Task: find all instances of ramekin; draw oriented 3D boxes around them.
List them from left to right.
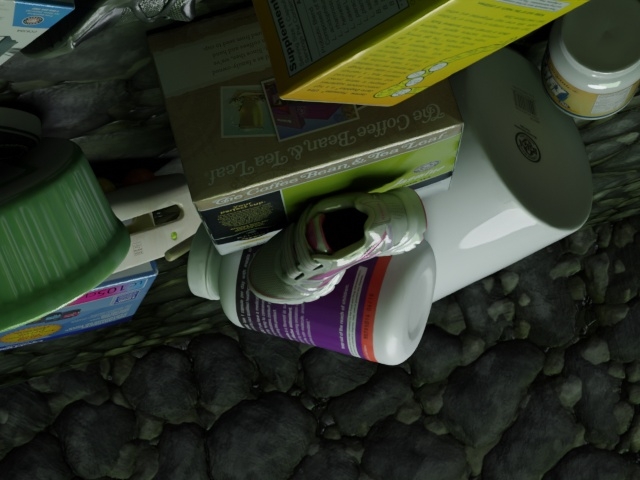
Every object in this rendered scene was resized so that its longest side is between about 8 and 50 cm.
[{"bbox_3d":[-0.406,-0.011,1.801,0.303,0.148,0.303,-16,-158,7],"label":"ramekin"}]

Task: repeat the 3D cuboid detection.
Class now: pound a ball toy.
[{"bbox_3d":[-0.271,-0.035,2.094,0.208,0.135,0.319,-5,-169,44],"label":"pound a ball toy"}]

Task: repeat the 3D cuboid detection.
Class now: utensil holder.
[{"bbox_3d":[0.163,-0.075,2.138,0.385,0.327,0.328,-27,164,36],"label":"utensil holder"}]

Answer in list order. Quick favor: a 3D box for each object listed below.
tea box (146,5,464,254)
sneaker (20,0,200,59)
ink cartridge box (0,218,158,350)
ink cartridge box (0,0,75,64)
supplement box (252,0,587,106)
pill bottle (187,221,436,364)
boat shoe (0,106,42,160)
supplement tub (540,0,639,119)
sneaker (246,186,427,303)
[{"bbox_3d":[-0.014,-0.152,1.789,0.329,0.219,0.323,-16,169,-2],"label":"tea box"},{"bbox_3d":[-0.203,-0.241,1.449,0.228,0.087,0.130,-30,157,30],"label":"sneaker"},{"bbox_3d":[-0.443,0.070,2.407,0.270,0.151,0.395,-13,169,-18],"label":"ink cartridge box"},{"bbox_3d":[-0.350,-0.220,1.365,0.191,0.082,0.140,-28,163,39],"label":"ink cartridge box"},{"bbox_3d":[0.117,-0.290,1.399,0.357,0.194,0.195,-25,165,38],"label":"supplement box"},{"bbox_3d":[-0.014,0.052,1.986,0.323,0.181,0.181,13,177,18],"label":"pill bottle"},{"bbox_3d":[-0.471,-0.095,1.715,0.301,0.102,0.108,-7,165,-37],"label":"boat shoe"},{"bbox_3d":[0.389,-0.262,2.016,0.144,0.144,0.199,-17,168,0],"label":"supplement tub"},{"bbox_3d":[0.000,0.000,1.758,0.252,0.103,0.111,-30,160,27],"label":"sneaker"}]
